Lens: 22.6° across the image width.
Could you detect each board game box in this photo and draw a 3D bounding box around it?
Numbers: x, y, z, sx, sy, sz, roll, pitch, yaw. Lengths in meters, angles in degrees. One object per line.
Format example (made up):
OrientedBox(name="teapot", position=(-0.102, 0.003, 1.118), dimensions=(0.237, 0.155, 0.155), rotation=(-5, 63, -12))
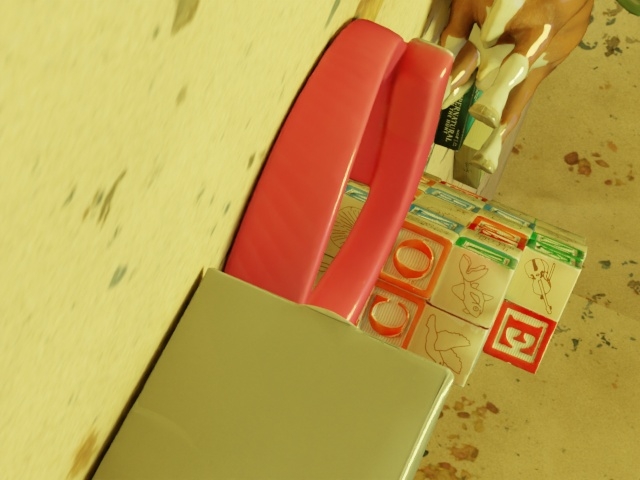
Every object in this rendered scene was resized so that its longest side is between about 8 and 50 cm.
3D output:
OrientedBox(name="board game box", position=(0.146, -0.186, 1.401), dimensions=(0.126, 0.026, 0.186), rotation=(-58, 165, -48))

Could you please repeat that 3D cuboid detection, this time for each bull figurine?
OrientedBox(name="bull figurine", position=(0.139, -0.168, 1.169), dimensions=(0.188, 0.101, 0.310), rotation=(-59, 167, -4))

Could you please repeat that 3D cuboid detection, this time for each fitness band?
OrientedBox(name="fitness band", position=(0.000, 0.000, 0.887), dimensions=(0.209, 0.054, 0.291), rotation=(-61, 170, -22))

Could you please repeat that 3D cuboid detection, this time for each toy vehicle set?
OrientedBox(name="toy vehicle set", position=(0.217, -0.166, 2.011), dimensions=(0.267, 0.035, 0.166), rotation=(59, 55, -81))

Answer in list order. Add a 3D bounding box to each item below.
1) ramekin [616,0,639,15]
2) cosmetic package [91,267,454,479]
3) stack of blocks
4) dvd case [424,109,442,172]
OrientedBox(name="ramekin", position=(0.305, -0.312, 1.242), dimensions=(0.303, 0.148, 0.303), rotation=(-41, -177, 3))
OrientedBox(name="cosmetic package", position=(-0.046, 0.145, 0.694), dimensions=(0.238, 0.127, 0.107), rotation=(-60, 170, -32))
OrientedBox(name="stack of blocks", position=(0.096, 0.022, 1.167), dimensions=(0.297, 0.171, 0.087), rotation=(-31, 144, -77))
OrientedBox(name="dvd case", position=(0.085, -0.061, 1.457), dimensions=(0.087, 0.013, 0.119), rotation=(-59, 168, -48))
